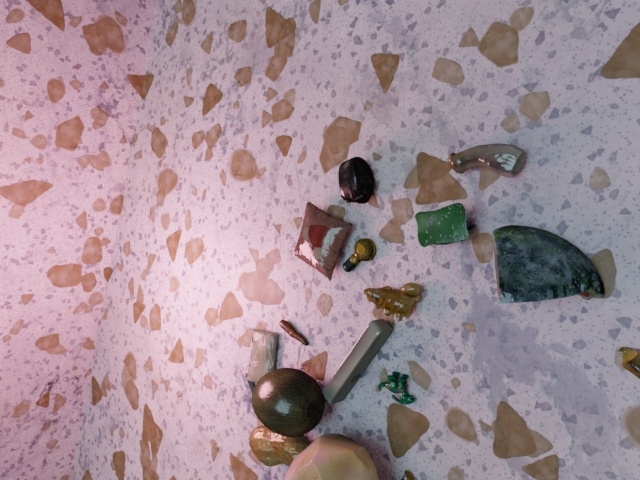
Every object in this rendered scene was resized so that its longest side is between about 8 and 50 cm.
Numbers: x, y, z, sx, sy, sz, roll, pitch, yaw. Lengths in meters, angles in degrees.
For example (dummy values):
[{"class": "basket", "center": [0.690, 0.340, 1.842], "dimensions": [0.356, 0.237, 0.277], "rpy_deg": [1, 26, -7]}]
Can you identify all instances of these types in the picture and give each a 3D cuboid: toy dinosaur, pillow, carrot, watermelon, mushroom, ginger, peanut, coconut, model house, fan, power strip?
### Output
[{"class": "toy dinosaur", "center": [0.251, 0.492, 1.646], "dimensions": [0.132, 0.059, 0.096], "rpy_deg": [1, 95, 32]}, {"class": "pillow", "center": [0.000, 0.000, 1.855], "dimensions": [0.223, 0.084, 0.236], "rpy_deg": [28, 108, 36]}, {"class": "carrot", "center": [-0.106, 0.368, 1.966], "dimensions": [0.165, 0.035, 0.036], "rpy_deg": [37, 111, 33]}, {"class": "watermelon", "center": [0.555, 0.111, 1.314], "dimensions": [0.319, 0.289, 0.214], "rpy_deg": [38, 143, 21]}, {"class": "mushroom", "center": [0.480, -0.238, 1.455], "dimensions": [0.223, 0.081, 0.092], "rpy_deg": [10, 117, 39]}, {"class": "ginger", "center": [0.242, 0.203, 1.646], "dimensions": [0.205, 0.081, 0.115], "rpy_deg": [-8, 96, 34]}, {"class": "peanut", "center": [-0.152, 0.801, 1.925], "dimensions": [0.313, 0.149, 0.149], "rpy_deg": [-7, 84, 34]}, {"class": "coconut", "center": [0.057, 0.814, 1.631], "dimensions": [0.352, 0.352, 0.353], "rpy_deg": [-2, 87, 40]}, {"class": "model house", "center": [0.389, -0.043, 1.522], "dimensions": [0.167, 0.088, 0.117], "rpy_deg": [-15, 79, 38]}, {"class": "ginger", "center": [0.783, 0.316, 1.205], "dimensions": [0.057, 0.044, 0.137], "rpy_deg": [-47, 61, 9]}, {"class": "pillow", "center": [-0.242, 0.486, 2.070], "dimensions": [0.148, 0.050, 0.230], "rpy_deg": [5, 92, 34]}, {"class": "fan", "center": [0.132, 0.058, 1.770], "dimensions": [0.155, 0.039, 0.082], "rpy_deg": [-49, 60, 29]}, {"class": "power strip", "center": [0.120, 0.433, 1.734], "dimensions": [0.062, 0.091, 0.385], "rpy_deg": [46, 117, 33]}]

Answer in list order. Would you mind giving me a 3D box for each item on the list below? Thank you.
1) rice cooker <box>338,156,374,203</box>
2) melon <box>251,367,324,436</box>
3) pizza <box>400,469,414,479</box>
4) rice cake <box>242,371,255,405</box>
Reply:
[{"class": "rice cooker", "center": [0.123, -0.209, 1.740], "dimensions": [0.106, 0.112, 0.166], "rpy_deg": [-8, 81, 45]}, {"class": "melon", "center": [-0.124, 0.593, 1.840], "dimensions": [0.301, 0.237, 0.238], "rpy_deg": [0, 88, 49]}, {"class": "pizza", "center": [0.274, 0.848, 1.618], "dimensions": [0.130, 0.041, 0.178], "rpy_deg": [-30, 72, 29]}, {"class": "rice cake", "center": [-0.293, 0.649, 2.109], "dimensions": [0.030, 0.042, 0.180], "rpy_deg": [-40, 64, 35]}]
